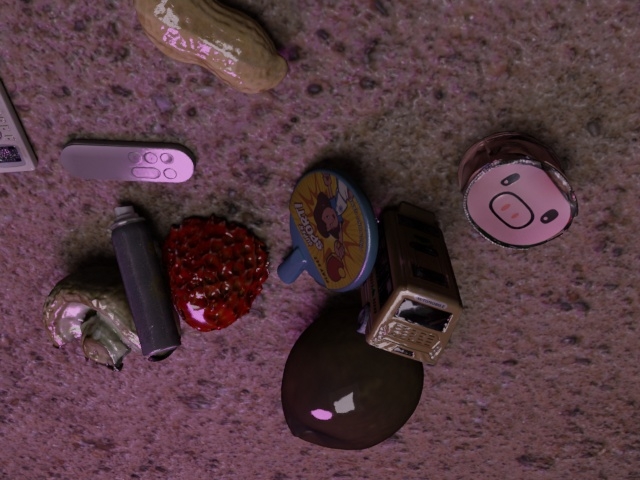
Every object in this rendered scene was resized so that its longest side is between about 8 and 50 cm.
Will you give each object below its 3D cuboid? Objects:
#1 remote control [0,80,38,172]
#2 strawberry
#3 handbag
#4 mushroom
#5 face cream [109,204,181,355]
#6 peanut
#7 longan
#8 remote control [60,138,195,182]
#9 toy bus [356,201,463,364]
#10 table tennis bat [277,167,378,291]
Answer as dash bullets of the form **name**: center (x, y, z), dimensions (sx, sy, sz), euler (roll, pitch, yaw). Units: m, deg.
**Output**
- **remote control**: center (-0.571, -0.202, 1.336), dimensions (0.088, 0.029, 0.190), euler (-2, 130, 9)
- **strawberry**: center (-0.224, 0.084, 1.440), dimensions (0.234, 0.178, 0.234), euler (6, 125, 9)
- **handbag**: center (0.321, -0.079, 1.255), dimensions (0.205, 0.116, 0.179), euler (39, 124, -22)
- **mushroom**: center (-0.407, 0.132, 1.504), dimensions (0.267, 0.189, 0.164), euler (13, 121, 29)
- **face cream**: center (-0.329, 0.071, 1.409), dimensions (0.073, 0.073, 0.283), euler (-21, 82, 24)
- **peanut**: center (-0.167, -0.306, 1.136), dimensions (0.257, 0.123, 0.123), euler (34, 127, -24)
- **longan**: center (0.060, 0.280, 1.509), dimensions (0.288, 0.288, 0.350), euler (18, 141, -7)
- **remote control**: center (-0.344, -0.141, 1.360), dimensions (0.245, 0.022, 0.077), euler (3, 129, 5)
- **toy bus**: center (0.146, 0.065, 1.297), dimensions (0.139, 0.289, 0.157), euler (20, 119, -10)
- **table tennis bat**: center (0.000, 0.000, 1.350), dimensions (0.215, 0.044, 0.329), euler (63, 146, 12)
